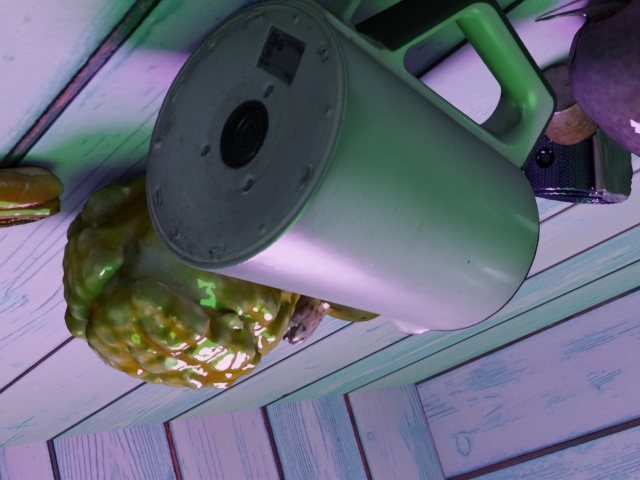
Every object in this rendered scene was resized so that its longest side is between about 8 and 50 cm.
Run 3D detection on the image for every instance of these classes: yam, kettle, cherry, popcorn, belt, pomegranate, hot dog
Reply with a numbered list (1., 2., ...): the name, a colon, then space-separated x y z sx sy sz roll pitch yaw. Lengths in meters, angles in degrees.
1. yam: 0.322 -0.179 1.216 0.084 0.084 0.127 -23 157 18
2. kettle: 0.068 -0.095 0.939 0.376 0.250 0.361 23 97 -45
3. cherry: 0.390 -0.196 1.026 0.213 0.266 0.183 -33 -168 46
4. popcorn: -0.159 0.048 1.162 0.335 0.279 0.274 12 130 -34
5. belt: 0.386 -0.122 1.377 0.139 0.126 0.230 0 177 38
6. pomegranate: 0.023 0.046 1.340 0.248 0.202 0.202 -48 169 -14
7. hot dog: -0.401 -0.039 1.003 0.235 0.062 0.092 -7 164 -25
